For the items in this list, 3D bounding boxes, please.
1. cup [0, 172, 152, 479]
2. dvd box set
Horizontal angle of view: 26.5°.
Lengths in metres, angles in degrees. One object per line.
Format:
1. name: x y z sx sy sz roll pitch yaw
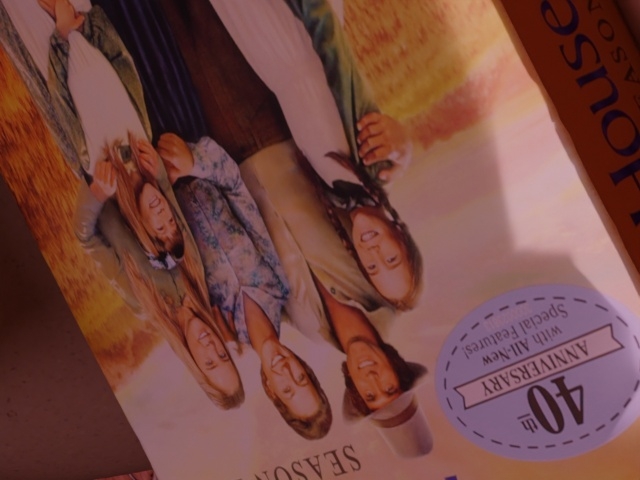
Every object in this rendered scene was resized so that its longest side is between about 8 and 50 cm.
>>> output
1. cup: -0.180 0.012 0.785 0.331 0.237 0.331 44 150 34
2. dvd box set: 0.000 0.000 0.529 0.307 0.062 0.420 -26 91 49
